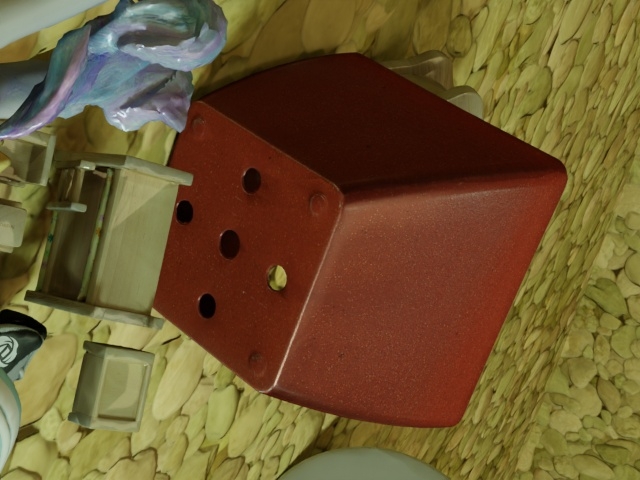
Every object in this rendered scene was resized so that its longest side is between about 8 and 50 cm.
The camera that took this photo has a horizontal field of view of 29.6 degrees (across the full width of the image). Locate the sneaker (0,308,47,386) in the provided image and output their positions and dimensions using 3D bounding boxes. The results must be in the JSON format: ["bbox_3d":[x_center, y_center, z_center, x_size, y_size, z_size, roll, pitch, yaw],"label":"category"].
[{"bbox_3d":[-0.237,0.122,0.871,0.132,0.086,0.228,-51,155,-29],"label":"sneaker"}]

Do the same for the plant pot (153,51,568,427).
[{"bbox_3d":[0.000,0.000,1.036,0.236,0.267,0.267,-4,121,-50],"label":"plant pot"}]

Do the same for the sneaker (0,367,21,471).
[{"bbox_3d":[-0.289,0.226,0.698,0.208,0.127,0.319,-86,-159,-63],"label":"sneaker"}]

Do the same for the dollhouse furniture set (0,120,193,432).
[{"bbox_3d":[-0.195,0.023,0.809,0.161,0.101,0.181,15,85,-43],"label":"dollhouse furniture set"}]

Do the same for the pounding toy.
[{"bbox_3d":[0.088,-0.101,1.321,0.154,0.155,0.269,-28,141,-4],"label":"pounding toy"}]

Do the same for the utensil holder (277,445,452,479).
[{"bbox_3d":[0.051,0.515,1.653,0.327,0.328,0.385,-42,148,-38],"label":"utensil holder"}]

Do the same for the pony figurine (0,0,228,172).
[{"bbox_3d":[-0.203,-0.086,0.519,0.363,0.303,0.351,-32,112,-44],"label":"pony figurine"}]
